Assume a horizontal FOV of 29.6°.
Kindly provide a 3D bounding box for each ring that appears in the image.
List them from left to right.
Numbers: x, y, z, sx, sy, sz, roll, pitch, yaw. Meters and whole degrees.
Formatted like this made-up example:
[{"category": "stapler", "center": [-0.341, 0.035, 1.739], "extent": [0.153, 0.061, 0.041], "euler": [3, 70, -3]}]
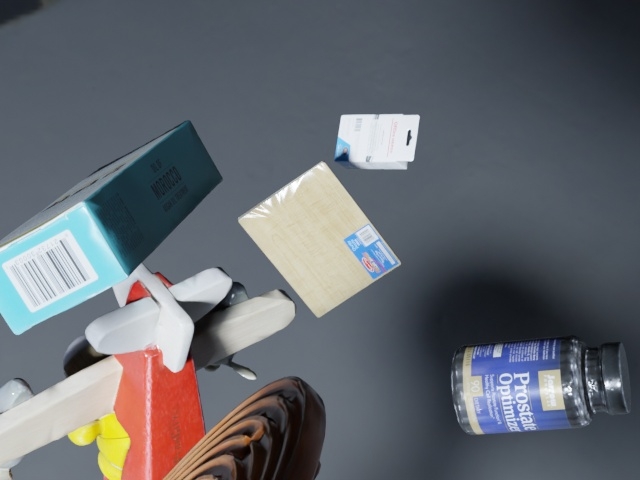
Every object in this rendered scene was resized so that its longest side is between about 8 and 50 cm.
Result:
[{"category": "ring", "center": [-0.099, 0.188, 0.416], "extent": [0.032, 0.336, 0.337], "euler": [39, 56, -5]}]

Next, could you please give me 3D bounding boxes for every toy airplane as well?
[{"category": "toy airplane", "center": [-0.234, 0.172, 1.497], "extent": [0.272, 0.386, 0.384], "euler": [27, 85, 43]}]

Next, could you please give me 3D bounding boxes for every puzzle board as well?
[{"category": "puzzle board", "center": [0.000, 0.000, 1.113], "extent": [0.096, 0.128, 0.011], "euler": [-34, 24, 11]}]

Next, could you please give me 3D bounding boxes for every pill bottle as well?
[{"category": "pill bottle", "center": [0.292, 0.189, 1.603], "extent": [0.219, 0.123, 0.123], "euler": [-8, 51, 20]}]

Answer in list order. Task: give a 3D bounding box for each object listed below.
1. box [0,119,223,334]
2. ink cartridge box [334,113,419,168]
[{"category": "box", "center": [-0.158, -0.017, 0.910], "extent": [0.060, 0.100, 0.244], "euler": [60, 19, -11]}, {"category": "ink cartridge box", "center": [0.059, -0.094, 1.159], "extent": [0.083, 0.028, 0.048], "euler": [3, 77, 29]}]
